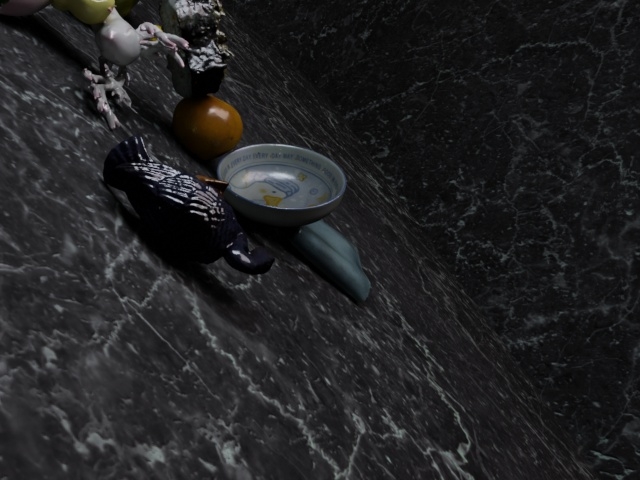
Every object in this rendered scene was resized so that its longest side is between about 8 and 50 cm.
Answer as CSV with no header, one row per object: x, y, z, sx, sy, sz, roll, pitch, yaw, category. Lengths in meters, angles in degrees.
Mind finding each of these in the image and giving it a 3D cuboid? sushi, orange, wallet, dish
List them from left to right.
-0.245,-0.395,1.388,0.147,0.115,0.212,27,-51,57,sushi
-0.245,-0.244,1.494,0.155,0.134,0.154,24,6,-3,orange
-0.087,-0.088,1.484,0.274,0.133,0.273,5,34,-4,dish
0.001,-0.001,1.654,0.251,0.054,0.290,40,15,-27,wallet

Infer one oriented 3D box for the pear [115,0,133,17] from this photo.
-0.500,-0.624,1.545,0.212,0.213,0.269,-118,-158,-46,pear

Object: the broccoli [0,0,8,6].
-0.560,-0.408,1.041,0.198,0.177,0.274,42,28,-37,broccoli

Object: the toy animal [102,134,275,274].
-0.202,-0.045,1.087,0.298,0.122,0.185,38,17,-25,toy animal

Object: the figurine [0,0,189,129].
-0.418,-0.377,1.281,0.316,0.206,0.284,31,14,-26,figurine

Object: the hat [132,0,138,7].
-0.530,-0.672,1.801,0.257,0.130,0.257,42,15,-14,hat

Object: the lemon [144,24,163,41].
-0.441,-0.539,1.833,0.065,0.065,0.092,43,16,-11,lemon
